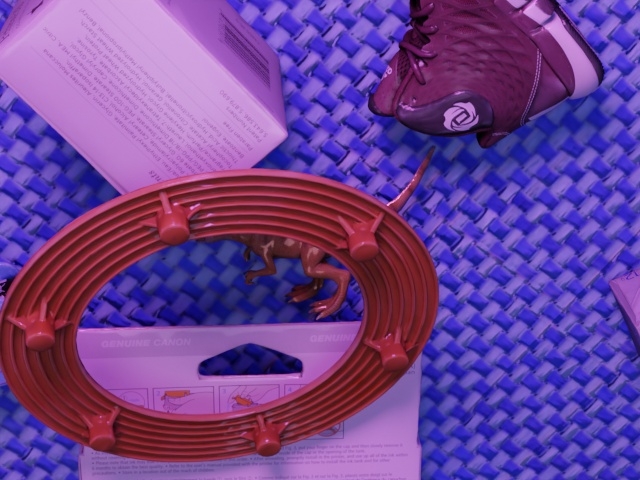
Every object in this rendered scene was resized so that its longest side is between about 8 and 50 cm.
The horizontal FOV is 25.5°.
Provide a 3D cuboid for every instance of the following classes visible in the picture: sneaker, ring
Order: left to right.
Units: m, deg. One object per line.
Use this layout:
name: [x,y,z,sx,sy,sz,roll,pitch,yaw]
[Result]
ring: [-0.072,0.075,1.062,0.336,0.032,0.336,-7,137,-7]
sneaker: [0.076,-0.174,1.067,0.162,0.106,0.281,-38,112,16]

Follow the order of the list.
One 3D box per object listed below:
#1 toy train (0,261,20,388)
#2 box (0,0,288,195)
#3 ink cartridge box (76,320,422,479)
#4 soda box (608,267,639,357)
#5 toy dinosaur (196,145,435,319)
toy train: [-0.303,0.088,1.176,0.184,0.080,0.105,-18,123,2]
box: [-0.127,-0.130,1.029,0.119,0.181,0.182,-40,111,14]
ink cartridge box: [-0.060,0.174,1.233,0.296,0.066,0.261,-1,114,-4]
soda box: [0.352,0.148,1.233,0.098,0.091,0.286,-23,114,6]
toy dinosaur: [0.000,0.000,1.160,0.211,0.064,0.112,-9,113,0]
